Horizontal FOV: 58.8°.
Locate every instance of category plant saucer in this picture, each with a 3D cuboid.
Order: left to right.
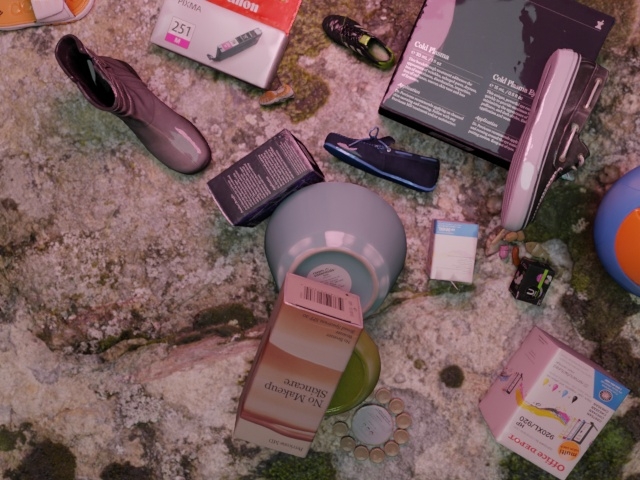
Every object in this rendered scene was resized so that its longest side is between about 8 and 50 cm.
[{"bbox_3d":[0.003,0.265,1.148,0.240,0.037,0.241,0,111,1],"label":"plant saucer"}]

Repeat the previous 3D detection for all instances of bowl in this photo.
[{"bbox_3d":[0.029,0.053,1.164,0.311,0.163,0.312,1,118,2],"label":"bowl"}]

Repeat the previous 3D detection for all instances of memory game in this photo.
[{"bbox_3d":[0.119,0.428,1.322,0.186,0.012,0.186,0,95,5],"label":"memory game"}]

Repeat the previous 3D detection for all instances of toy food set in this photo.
[{"bbox_3d":[0.435,0.021,1.252,0.122,0.019,0.078,39,98,-8],"label":"toy food set"}]

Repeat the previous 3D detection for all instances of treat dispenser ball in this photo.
[{"bbox_3d":[0.685,-0.017,1.093,0.288,0.288,0.288,0,96,4],"label":"treat dispenser ball"}]

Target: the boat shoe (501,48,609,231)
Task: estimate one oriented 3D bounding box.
[{"bbox_3d":[0.418,-0.167,1.003,0.119,0.121,0.335,19,96,6],"label":"boat shoe"}]

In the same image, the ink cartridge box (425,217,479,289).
[{"bbox_3d":[0.281,0.029,1.226,0.089,0.092,0.143,6,96,4],"label":"ink cartridge box"}]

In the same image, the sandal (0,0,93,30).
[{"bbox_3d":[-0.628,-0.523,1.247,0.265,0.076,0.102,-14,95,6],"label":"sandal"}]

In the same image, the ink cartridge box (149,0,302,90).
[{"bbox_3d":[-0.197,-0.487,1.227,0.275,0.060,0.239,23,99,2],"label":"ink cartridge box"}]

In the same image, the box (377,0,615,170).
[{"bbox_3d":[0.333,-0.340,1.140,0.343,0.179,0.313,24,99,1],"label":"box"}]

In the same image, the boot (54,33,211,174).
[{"bbox_3d":[-0.390,-0.264,1.182,0.338,0.223,0.118,42,97,-1],"label":"boot"}]

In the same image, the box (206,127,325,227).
[{"bbox_3d":[-0.112,-0.126,1.206,0.207,0.153,0.108,-34,85,9],"label":"box"}]

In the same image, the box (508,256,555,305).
[{"bbox_3d":[0.457,0.088,1.230,0.062,0.052,0.083,16,108,-3],"label":"box"}]

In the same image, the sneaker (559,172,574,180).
[{"bbox_3d":[0.509,-0.173,1.214,0.098,0.038,0.069,26,98,1],"label":"sneaker"}]

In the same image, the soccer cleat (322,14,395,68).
[{"bbox_3d":[0.083,-0.427,1.203,0.179,0.072,0.060,32,97,1],"label":"soccer cleat"}]

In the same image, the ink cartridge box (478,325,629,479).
[{"bbox_3d":[0.483,0.339,1.205,0.171,0.168,0.233,31,98,0],"label":"ink cartridge box"}]

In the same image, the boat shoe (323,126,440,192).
[{"bbox_3d":[0.133,-0.184,1.224,0.258,0.109,0.089,21,90,-14],"label":"boat shoe"}]

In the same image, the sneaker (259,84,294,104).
[{"bbox_3d":[-0.095,-0.313,1.251,0.083,0.037,0.032,-11,74,28],"label":"sneaker"}]

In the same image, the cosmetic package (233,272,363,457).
[{"bbox_3d":[-0.044,0.230,1.047,0.153,0.129,0.296,17,110,-7],"label":"cosmetic package"}]
